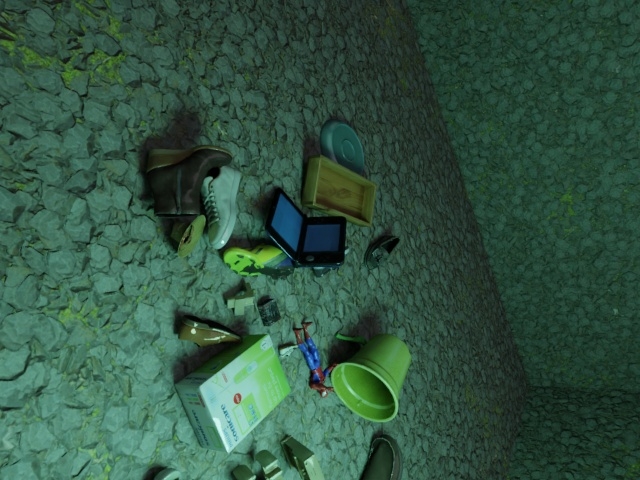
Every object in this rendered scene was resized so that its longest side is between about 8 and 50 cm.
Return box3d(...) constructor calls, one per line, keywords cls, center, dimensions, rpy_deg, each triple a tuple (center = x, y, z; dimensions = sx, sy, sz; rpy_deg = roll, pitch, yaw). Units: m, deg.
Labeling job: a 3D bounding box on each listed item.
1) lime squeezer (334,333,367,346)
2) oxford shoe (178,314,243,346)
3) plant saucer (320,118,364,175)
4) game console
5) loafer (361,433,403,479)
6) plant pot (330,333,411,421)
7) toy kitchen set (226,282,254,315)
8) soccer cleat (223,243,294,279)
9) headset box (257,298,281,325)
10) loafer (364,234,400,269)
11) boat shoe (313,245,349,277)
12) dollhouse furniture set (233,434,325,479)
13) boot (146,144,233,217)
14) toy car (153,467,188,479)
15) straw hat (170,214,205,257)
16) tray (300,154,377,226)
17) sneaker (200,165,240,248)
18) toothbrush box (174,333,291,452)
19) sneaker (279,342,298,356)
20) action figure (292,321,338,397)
box3d(cls="lime squeezer", center=(0.170, 0.470, 1.857), dimensions=(0.310, 0.059, 0.110), rpy_deg=(60, 41, -23))
box3d(cls="oxford shoe", center=(-0.319, 0.275, 1.292), dimensions=(0.212, 0.076, 0.075), rpy_deg=(27, 85, -42))
box3d(cls="plant saucer", center=(0.113, -0.403, 2.028), dimensions=(0.318, 0.044, 0.316), rpy_deg=(16, 69, -48))
box3d(cls="game console", center=(-0.041, -0.055, 1.579), dimensions=(0.293, 0.251, 0.173), rpy_deg=(-83, 169, -52))
box3d(cls="loafer", center=(0.228, 0.947, 1.738), dimensions=(0.130, 0.134, 0.365), rpy_deg=(38, 53, -41))
box3d(cls="plant pot", center=(0.220, 0.502, 1.723), dimensions=(0.254, 0.276, 0.275), rpy_deg=(-42, 113, -46))
box3d(cls="toy kitchen set", center=(-0.259, 0.187, 1.415), dimensions=(0.084, 0.075, 0.068), rpy_deg=(-5, 126, -21))
box3d(cls="soccer cleat", center=(-0.208, 0.057, 1.481), dimensions=(0.289, 0.093, 0.121), rpy_deg=(16, 43, -46))
box3d(cls="headset box", center=(-0.173, 0.238, 1.502), dimensions=(0.062, 0.032, 0.083), rpy_deg=(-26, 103, -51))
box3d(cls="loafer", center=(0.294, 0.046, 2.101), dimensions=(0.267, 0.084, 0.096), rpy_deg=(-45, 116, -47))
box3d(cls="boat shoe", center=(0.045, 0.086, 1.789), dimensions=(0.229, 0.080, 0.075), rpy_deg=(-33, 124, -54))
box3d(cls="dollhouse furniture set", center=(-0.138, 0.735, 1.367), dimensions=(0.242, 0.161, 0.211), rpy_deg=(-23, 100, -29))
box3d(cls="boot", center=(-0.360, -0.164, 1.271), dimensions=(0.249, 0.090, 0.206), rpy_deg=(-6, 73, -24))
box3d(cls="toy car", center=(-0.374, 0.660, 1.066), dimensions=(0.182, 0.159, 0.136), rpy_deg=(-19, 130, -53))
box3d(cls="straw hat", center=(-0.391, -0.023, 1.267), dimensions=(0.061, 0.144, 0.144), rpy_deg=(24, 51, 3))
box3d(cls="tray", center=(0.089, -0.198, 1.893), dimensions=(0.411, 0.076, 0.202), rpy_deg=(17, 79, -50))
box3d(cls="sneaker", center=(-0.327, -0.114, 1.357), dimensions=(0.123, 0.106, 0.289), rpy_deg=(26, 52, -38))
box3d(cls="toothbrush box", center=(-0.242, 0.428, 1.292), dimensions=(0.283, 0.122, 0.206), rpy_deg=(-30, 104, -50))
box3d(cls="sneaker", center=(-0.112, 0.382, 1.549), dimensions=(0.083, 0.032, 0.036), rpy_deg=(-4, 97, -47))
box3d(cls="action figure", center=(0.003, 0.436, 1.595), dimensions=(0.092, 0.139, 0.279), rpy_deg=(-23, 102, -51))
